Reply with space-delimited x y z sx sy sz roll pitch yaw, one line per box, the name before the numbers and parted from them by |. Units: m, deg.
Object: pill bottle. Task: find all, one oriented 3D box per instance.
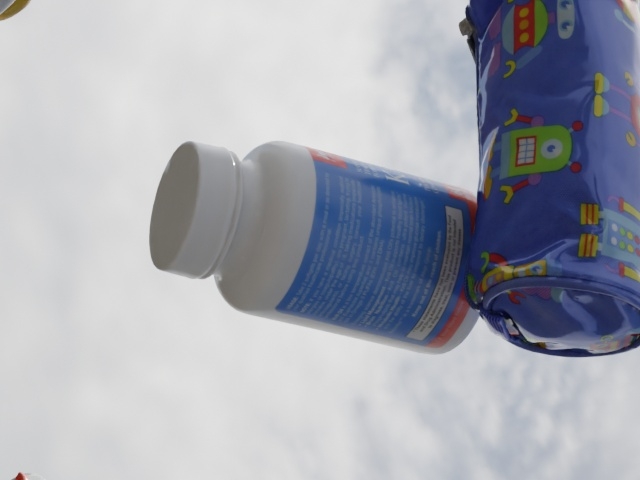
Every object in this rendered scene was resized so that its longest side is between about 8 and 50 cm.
pill bottle | 0.000 0.000 1.293 0.124 0.221 0.124 -43 -140 51

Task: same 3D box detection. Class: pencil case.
pencil case | 0.161 -0.068 1.288 0.119 0.133 0.306 58 29 -55

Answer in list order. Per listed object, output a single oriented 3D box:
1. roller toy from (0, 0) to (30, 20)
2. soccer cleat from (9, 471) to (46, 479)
roller toy | -0.283 -0.233 1.264 0.146 0.191 0.209 42 -39 38
soccer cleat | -0.182 0.240 1.213 0.076 0.068 0.196 46 27 -42
